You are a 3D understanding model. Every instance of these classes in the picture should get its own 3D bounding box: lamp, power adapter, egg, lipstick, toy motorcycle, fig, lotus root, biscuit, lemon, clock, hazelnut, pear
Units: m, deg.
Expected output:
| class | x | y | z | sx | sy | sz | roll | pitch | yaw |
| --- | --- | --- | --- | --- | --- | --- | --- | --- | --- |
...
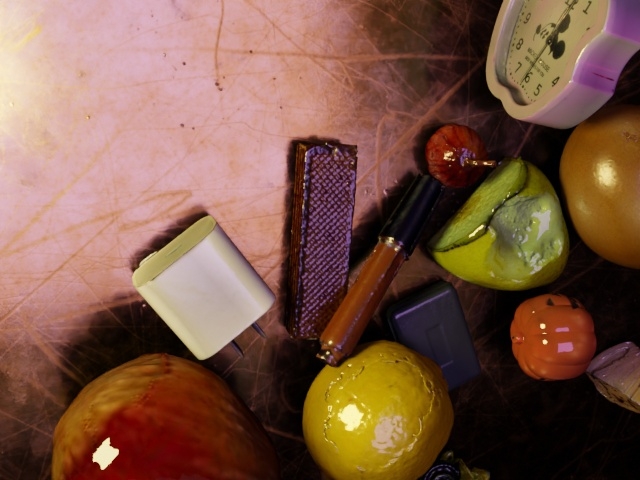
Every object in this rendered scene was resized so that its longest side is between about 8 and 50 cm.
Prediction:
| class | x | y | z | sx | sy | sz | roll | pitch | yaw |
| --- | --- | --- | --- | --- | --- | --- | --- | --- | --- |
| lamp | 0.480 | 0.204 | 1.640 | 0.163 | 0.187 | 0.188 | 1 | 103 | -11 |
| power adapter | -0.195 | 0.109 | 1.434 | 0.187 | 0.124 | 0.255 | -38 | 111 | -5 |
| egg | 0.631 | -0.105 | 1.559 | 0.282 | 0.282 | 0.351 | -33 | 109 | -8 |
| lipstick | 0.116 | 0.055 | 1.498 | 0.077 | 0.077 | 0.419 | 37 | 76 | -22 |
| toy motorcycle | 0.265 | 0.643 | 1.705 | 0.206 | 0.142 | 0.343 | 19 | 99 | -22 |
| fig | 0.275 | -0.154 | 1.522 | 0.128 | 0.150 | 0.128 | -22 | 147 | -15 |
| lotus root | 0.704 | 0.321 | 1.799 | 0.135 | 0.095 | 0.159 | -38 | 71 | -11 |
| biscuit | 0.000 | 0.000 | 1.498 | 0.107 | 0.073 | 0.389 | 0 | 104 | -19 |
| lemon | 0.109 | 0.342 | 1.507 | 0.296 | 0.297 | 0.297 | -4 | 104 | -17 |
| clock | 0.440 | -0.378 | 1.415 | 0.102 | 0.338 | 0.339 | 10 | 100 | -22 |
| hazelnut | -0.255 | 0.387 | 1.327 | 0.420 | 0.420 | 0.353 | 35 | 72 | -22 |
| pear | 0.391 | 0.003 | 1.581 | 0.292 | 0.159 | 0.293 | -6 | 107 | -19 |

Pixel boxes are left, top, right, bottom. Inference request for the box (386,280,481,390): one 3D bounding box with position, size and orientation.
| class | x | y | z | sx | sy | sz | roll | pitch | yaw |
| --- | --- | --- | --- | --- | --- | --- | --- | --- | --- |
| box | 0.239 | 0.214 | 1.638 | 0.160 | 0.050 | 0.230 | -25 | 109 | -11 |
